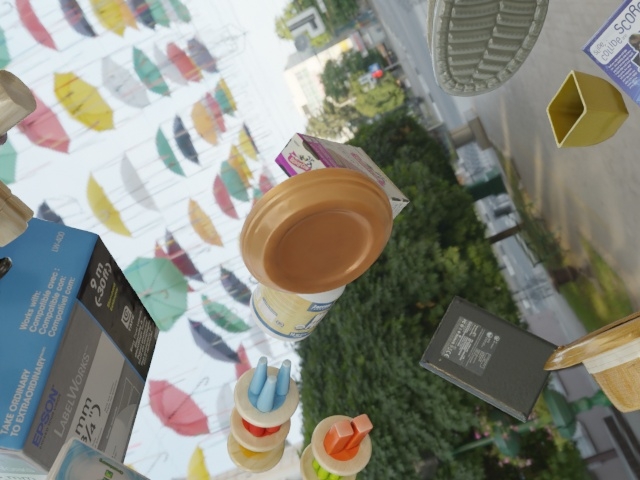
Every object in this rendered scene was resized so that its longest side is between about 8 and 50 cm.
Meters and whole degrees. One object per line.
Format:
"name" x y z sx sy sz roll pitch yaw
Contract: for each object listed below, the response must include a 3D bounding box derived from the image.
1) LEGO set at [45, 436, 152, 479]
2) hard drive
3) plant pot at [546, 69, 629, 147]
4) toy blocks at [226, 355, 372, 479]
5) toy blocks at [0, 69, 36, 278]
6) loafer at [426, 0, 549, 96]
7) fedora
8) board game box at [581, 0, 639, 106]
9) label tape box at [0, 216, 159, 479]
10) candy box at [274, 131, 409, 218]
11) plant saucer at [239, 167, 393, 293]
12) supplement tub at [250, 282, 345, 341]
"LEGO set" -0.090 0.248 0.446 0.244 0.060 0.182 38 -161 -15
"hard drive" 0.197 0.136 0.762 0.135 0.094 0.022 27 170 21
"plant pot" 0.390 -0.185 0.943 0.081 0.083 0.081 110 162 -55
"toy blocks" -0.013 0.150 0.536 0.148 0.123 0.054 105 -178 -50
"toy blocks" -0.396 -0.067 0.437 0.309 0.260 0.288 51 -167 -30
"loafer" 0.137 -0.244 0.535 0.087 0.094 0.251 -98 10 -57
"fedora" 0.297 0.100 0.574 0.079 0.194 0.194 66 -168 14
"board game box" 0.346 -0.195 0.592 0.136 0.035 0.201 49 159 8
"label tape box" -0.291 0.120 0.682 0.334 0.106 0.241 80 -166 -54
"candy box" 0.045 -0.107 1.185 0.159 0.071 0.233 50 -157 21
"plant saucer" 0.000 0.000 0.814 0.200 0.200 0.037 53 -171 -45
"supplement tub" -0.038 0.087 1.260 0.144 0.200 0.144 19 -138 -18
